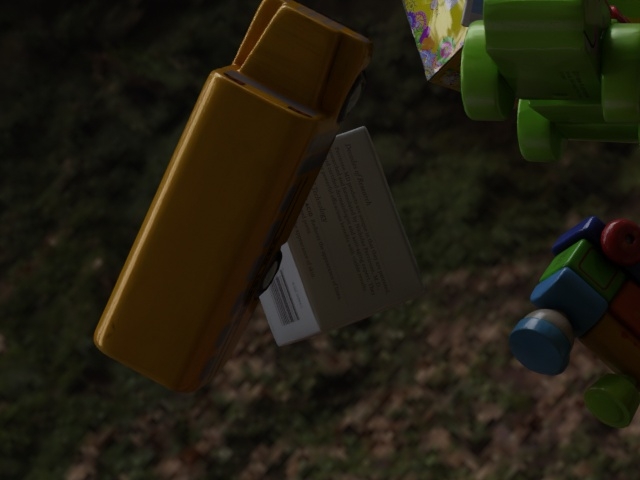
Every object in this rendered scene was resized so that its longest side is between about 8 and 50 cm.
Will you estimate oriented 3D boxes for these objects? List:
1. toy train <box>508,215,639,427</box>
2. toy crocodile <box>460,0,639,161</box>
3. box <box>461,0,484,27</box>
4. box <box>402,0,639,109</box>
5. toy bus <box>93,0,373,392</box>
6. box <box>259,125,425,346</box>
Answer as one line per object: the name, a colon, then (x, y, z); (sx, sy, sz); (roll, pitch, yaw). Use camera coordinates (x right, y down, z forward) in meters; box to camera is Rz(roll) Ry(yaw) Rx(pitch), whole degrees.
toy train: (0.285, 0.109, 1.476); (0.143, 0.248, 0.105); (-51, 6, -31)
toy crocodile: (0.175, -0.117, 1.134); (0.340, 0.115, 0.105); (22, -109, -67)
box: (0.225, -0.321, 1.806); (0.103, 0.114, 0.203); (-52, -27, -79)
box: (0.255, -0.325, 2.111); (0.279, 0.290, 0.177); (13, -42, -36)
toy bus: (-0.074, -0.043, 1.458); (0.332, 0.108, 0.130); (-65, -10, 15)
box: (0.000, 0.000, 1.711); (0.119, 0.181, 0.181); (-19, -3, -17)
